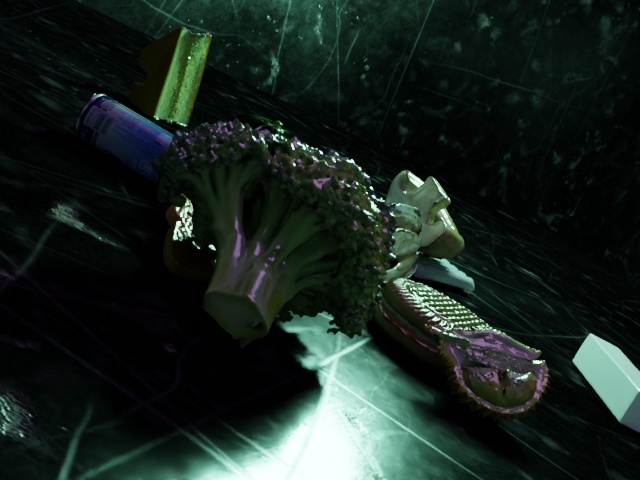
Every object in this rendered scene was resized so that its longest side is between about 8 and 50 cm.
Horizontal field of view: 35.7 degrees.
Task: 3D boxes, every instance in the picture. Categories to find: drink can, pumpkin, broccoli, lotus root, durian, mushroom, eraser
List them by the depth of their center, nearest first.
[{"bbox_3d":[-0.048,-0.021,1.331,0.375,0.249,0.302,45,12,-14],"label":"broccoli"},{"bbox_3d":[0.237,0.198,1.505,0.208,0.102,0.146,35,50,-1],"label":"durian"},{"bbox_3d":[-0.314,-0.166,1.762,0.235,0.097,0.097,30,12,8],"label":"drink can"},{"bbox_3d":[0.108,0.006,1.952,0.078,0.167,0.329,2,-2,28],"label":"lotus root"},{"bbox_3d":[0.605,0.288,2.017,0.078,0.076,0.298,27,13,-11],"label":"eraser"},{"bbox_3d":[-0.129,-0.208,2.234,0.202,0.140,0.202,28,15,-8],"label":"pumpkin"},{"bbox_3d":[0.249,-0.040,2.234,0.151,0.156,0.285,34,19,-32],"label":"mushroom"}]

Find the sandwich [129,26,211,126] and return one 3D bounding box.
[{"bbox_3d":[-0.340,-0.392,2.292,0.122,0.235,0.128,-5,35,-48],"label":"sandwich"}]

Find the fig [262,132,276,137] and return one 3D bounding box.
[{"bbox_3d":[-0.123,-0.090,1.699,0.181,0.181,0.191,30,36,4],"label":"fig"}]

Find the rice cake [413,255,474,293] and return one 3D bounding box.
[{"bbox_3d":[0.243,0.053,2.248,0.198,0.037,0.189,20,15,-37],"label":"rice cake"}]

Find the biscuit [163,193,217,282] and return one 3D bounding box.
[{"bbox_3d":[-0.161,0.006,1.481,0.183,0.043,0.280,41,26,1],"label":"biscuit"}]

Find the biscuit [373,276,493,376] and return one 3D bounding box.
[{"bbox_3d":[0.200,0.150,1.670,0.259,0.079,0.259,29,12,-7],"label":"biscuit"}]
